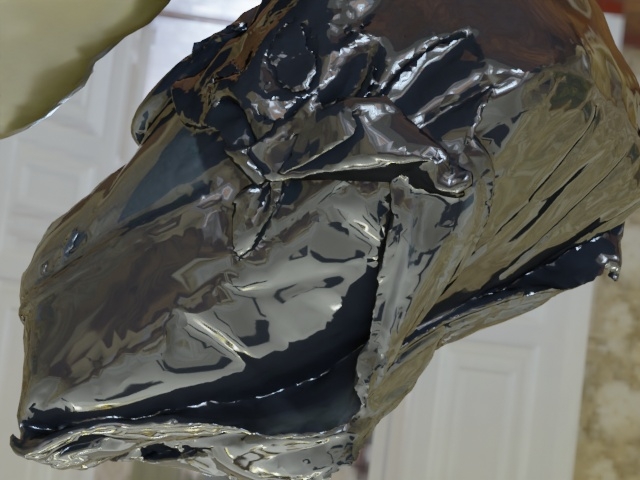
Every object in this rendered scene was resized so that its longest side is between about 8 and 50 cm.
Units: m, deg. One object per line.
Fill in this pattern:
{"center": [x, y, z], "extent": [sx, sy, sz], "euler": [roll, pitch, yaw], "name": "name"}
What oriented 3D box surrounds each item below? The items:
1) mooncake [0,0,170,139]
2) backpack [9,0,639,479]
{"center": [-0.256, -0.259, 0.616], "extent": [0.467, 0.262, 0.467], "euler": [7, 146, 5], "name": "mooncake"}
{"center": [0.000, 0.000, 0.842], "extent": [0.446, 0.255, 0.363], "euler": [-37, 157, 20], "name": "backpack"}
